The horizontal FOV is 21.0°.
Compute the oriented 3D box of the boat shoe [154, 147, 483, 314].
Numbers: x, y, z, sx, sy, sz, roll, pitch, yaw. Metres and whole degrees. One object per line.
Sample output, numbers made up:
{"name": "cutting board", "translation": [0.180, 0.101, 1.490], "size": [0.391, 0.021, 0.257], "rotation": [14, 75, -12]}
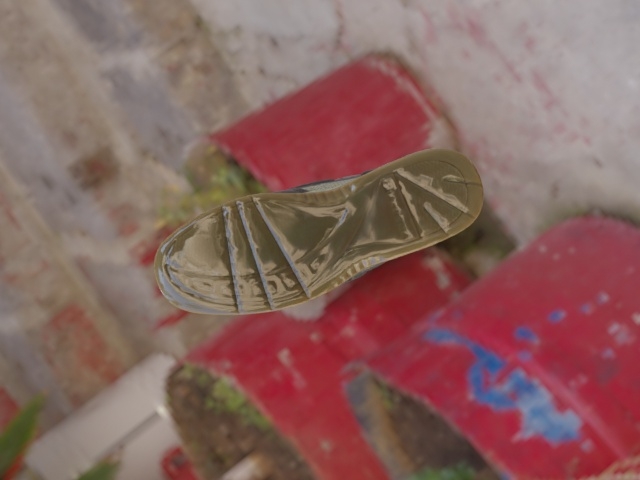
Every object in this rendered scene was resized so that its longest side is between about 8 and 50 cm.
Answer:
{"name": "boat shoe", "translation": [0.000, -0.001, 1.159], "size": [0.073, 0.223, 0.080], "rotation": [88, 163, -83]}
